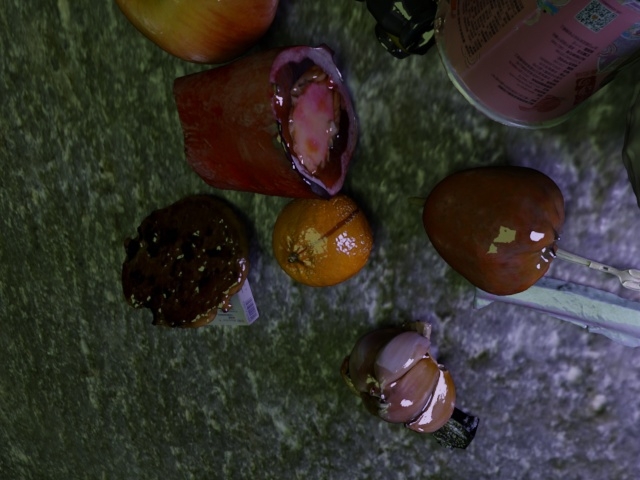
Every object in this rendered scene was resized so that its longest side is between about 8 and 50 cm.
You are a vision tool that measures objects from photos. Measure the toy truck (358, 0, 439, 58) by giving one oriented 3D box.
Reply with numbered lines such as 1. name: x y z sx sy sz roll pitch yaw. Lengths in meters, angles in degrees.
1. toy truck: 0.099 -0.367 0.742 0.224 0.165 0.147 50 126 -1

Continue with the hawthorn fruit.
1. hawthorn fruit: 0.249 -0.030 0.833 0.251 0.199 0.199 22 124 34

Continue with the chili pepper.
1. chili pepper: -0.117 -0.189 0.911 0.305 0.229 0.251 0 150 28

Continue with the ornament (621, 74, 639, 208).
1. ornament: 0.497 -0.120 0.554 0.337 0.337 0.337 12 119 23

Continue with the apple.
1. apple: -0.196 -0.427 0.830 0.286 0.233 0.286 12 118 24

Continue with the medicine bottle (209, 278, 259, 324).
1. medicine bottle: -0.259 0.125 1.256 0.201 0.052 0.171 -5 111 30

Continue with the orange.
1. orange: 0.000 0.000 0.986 0.193 0.161 0.193 11 121 19

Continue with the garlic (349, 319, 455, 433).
1. garlic: 0.156 0.277 1.050 0.160 0.191 0.214 10 134 52

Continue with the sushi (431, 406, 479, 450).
1. sushi: 0.271 0.393 1.101 0.083 0.056 0.085 29 124 12

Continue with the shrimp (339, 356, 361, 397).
1. shrimp: 0.086 0.284 1.165 0.095 0.045 0.162 25 131 41

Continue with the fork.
1. fork: 0.436 0.038 0.849 0.219 0.028 0.034 19 125 19

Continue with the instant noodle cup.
1. instant noodle cup: 0.284 -0.279 0.588 0.243 0.243 0.231 49 164 -2

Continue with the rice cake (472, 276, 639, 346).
1. rice cake: 0.399 0.107 0.891 0.290 0.051 0.081 12 110 25

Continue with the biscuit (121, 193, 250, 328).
1. biscuit: -0.297 0.052 1.174 0.334 0.081 0.289 -12 78 23
